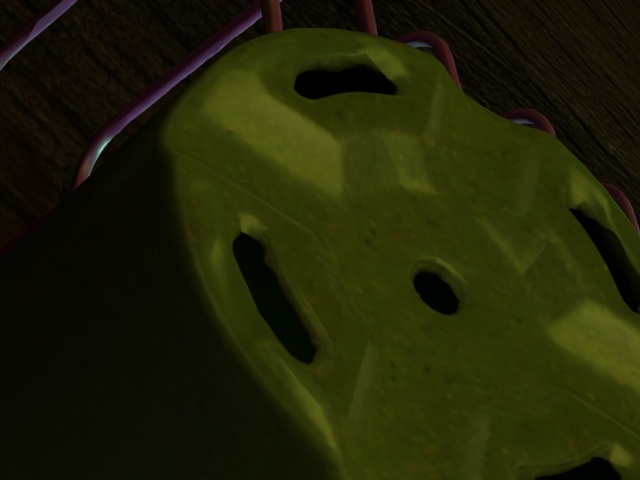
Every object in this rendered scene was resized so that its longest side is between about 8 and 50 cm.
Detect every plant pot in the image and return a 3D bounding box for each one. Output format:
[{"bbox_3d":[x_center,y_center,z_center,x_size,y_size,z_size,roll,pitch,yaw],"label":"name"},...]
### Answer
[{"bbox_3d":[-0.027,0.077,0.614,0.276,0.254,0.276,23,42,-22],"label":"plant pot"}]

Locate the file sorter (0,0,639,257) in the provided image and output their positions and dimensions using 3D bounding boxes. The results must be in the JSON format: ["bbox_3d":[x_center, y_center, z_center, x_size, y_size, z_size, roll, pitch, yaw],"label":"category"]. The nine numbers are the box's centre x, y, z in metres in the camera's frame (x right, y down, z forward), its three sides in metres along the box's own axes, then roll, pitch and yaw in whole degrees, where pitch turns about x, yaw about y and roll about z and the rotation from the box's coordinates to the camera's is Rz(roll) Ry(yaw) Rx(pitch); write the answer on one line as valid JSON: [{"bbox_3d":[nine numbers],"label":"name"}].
[{"bbox_3d":[0.000,0.000,0.887,0.291,0.202,0.182,37,31,-34],"label":"file sorter"}]
